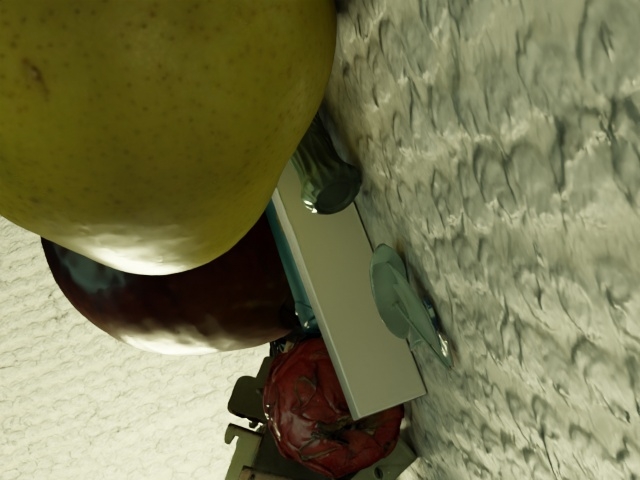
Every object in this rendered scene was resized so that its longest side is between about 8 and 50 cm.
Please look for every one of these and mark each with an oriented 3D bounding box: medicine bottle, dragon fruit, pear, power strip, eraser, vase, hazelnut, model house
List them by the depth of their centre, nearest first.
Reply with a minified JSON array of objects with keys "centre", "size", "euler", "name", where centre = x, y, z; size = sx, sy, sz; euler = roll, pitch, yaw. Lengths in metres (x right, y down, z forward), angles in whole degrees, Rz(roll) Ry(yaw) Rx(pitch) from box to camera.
[{"centre":[-0.165,-0.168,0.757],"size":[0.362,0.363,0.418],"euler":[-117,14,-49],"name":"pear"},{"centre":[-0.013,-0.094,0.941],"size":[0.081,0.081,0.148],"euler":[80,166,-53],"name":"vase"},{"centre":[0.021,0.039,1.010],"size":[0.078,0.076,0.298],"euler":[102,148,-76],"name":"eraser"},{"centre":[0.015,0.200,1.128],"size":[0.209,0.172,0.172],"euler":[22,132,64],"name":"dragon fruit"},{"centre":[-0.017,0.005,1.206],"size":[0.124,0.079,0.258],"euler":[-162,54,-80],"name":"medicine bottle"},{"centre":[-0.062,0.319,1.307],"size":[0.326,0.169,0.244],"euler":[-70,-4,-62],"name":"model house"},{"centre":[0.065,0.325,1.311],"size":[0.043,0.106,0.367],"euler":[46,169,8],"name":"power strip"},{"centre":[-0.218,-0.001,1.402],"size":[0.429,0.402,0.402],"euler":[16,135,36],"name":"hazelnut"}]

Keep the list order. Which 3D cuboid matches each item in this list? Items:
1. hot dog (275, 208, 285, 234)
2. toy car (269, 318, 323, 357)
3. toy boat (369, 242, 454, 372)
[{"centre":[0.001,-0.001,1.109],"size":[0.078,0.061,0.168],"euler":[-32,75,40],"name":"hot dog"},{"centre":[-0.034,0.178,1.583],"size":[0.301,0.118,0.193],"euler":[-116,14,-61],"name":"toy car"},{"centre":[0.072,0.054,0.822],"size":[0.149,0.034,0.105],"euler":[-135,25,-76],"name":"toy boat"}]
